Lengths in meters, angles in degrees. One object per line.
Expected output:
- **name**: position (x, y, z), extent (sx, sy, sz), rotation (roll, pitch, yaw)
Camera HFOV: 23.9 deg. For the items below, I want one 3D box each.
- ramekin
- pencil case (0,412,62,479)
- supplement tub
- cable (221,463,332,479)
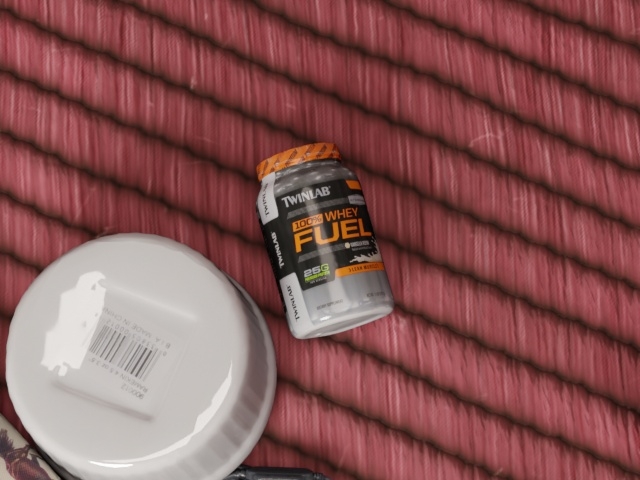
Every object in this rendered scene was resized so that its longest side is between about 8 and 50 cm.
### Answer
- **ramekin**: position (-0.188, 0.125, 1.547), extent (0.277, 0.135, 0.277), rotation (-1, 73, 4)
- **pencil case**: position (-0.340, 0.290, 1.520), extent (0.183, 0.160, 0.410), rotation (-39, 83, -27)
- **supplement tub**: position (0.000, 0.000, 1.599), extent (0.117, 0.117, 0.190), rotation (-16, 81, -4)
- **cable**: position (-0.072, 0.311, 1.583), extent (0.184, 0.047, 0.150), rotation (0, 87, 3)
